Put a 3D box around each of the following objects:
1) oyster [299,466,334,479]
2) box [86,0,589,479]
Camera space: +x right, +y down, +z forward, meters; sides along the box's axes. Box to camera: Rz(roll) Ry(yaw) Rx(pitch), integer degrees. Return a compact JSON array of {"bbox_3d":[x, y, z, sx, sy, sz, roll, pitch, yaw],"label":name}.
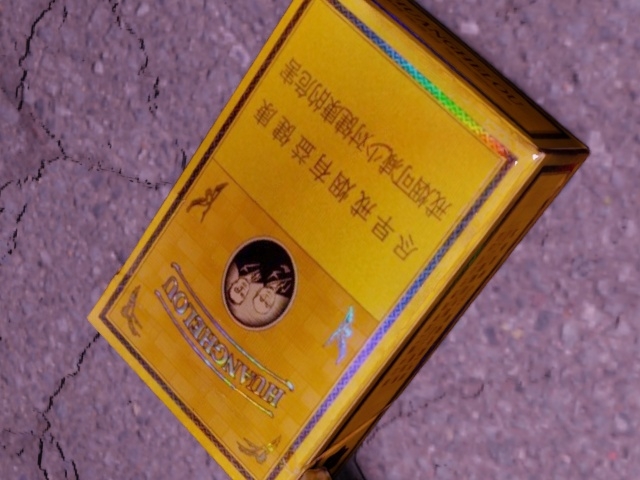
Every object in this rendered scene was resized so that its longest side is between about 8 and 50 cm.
[{"bbox_3d":[0.080,0.291,0.843,0.128,0.078,0.345,-34,85,36],"label":"oyster"},{"bbox_3d":[0.000,0.000,0.869,0.193,0.084,0.301,44,114,22],"label":"box"}]
